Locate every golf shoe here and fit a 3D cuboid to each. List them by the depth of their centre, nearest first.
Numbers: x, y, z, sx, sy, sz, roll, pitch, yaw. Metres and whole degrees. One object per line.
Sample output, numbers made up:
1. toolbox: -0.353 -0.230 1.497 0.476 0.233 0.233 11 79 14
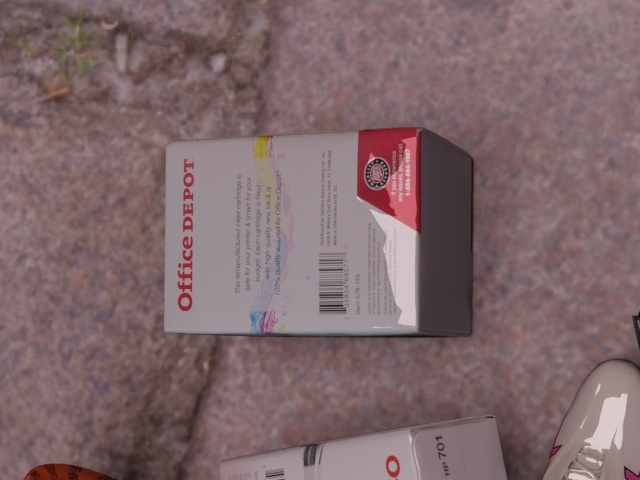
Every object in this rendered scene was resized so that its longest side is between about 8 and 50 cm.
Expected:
1. golf shoe: 0.168 0.164 0.869 0.068 0.086 0.186 13 88 23

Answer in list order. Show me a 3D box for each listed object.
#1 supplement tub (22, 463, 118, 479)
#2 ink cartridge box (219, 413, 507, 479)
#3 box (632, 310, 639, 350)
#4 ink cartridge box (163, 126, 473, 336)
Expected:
1. supplement tub: -0.213 0.331 0.934 0.207 0.207 0.338 36 97 20
2. ink cartridge box: 0.030 0.192 0.881 0.191 0.082 0.139 -19 77 46
3. box: 0.361 0.148 0.806 0.296 0.073 0.293 -15 79 20
4. ink cartridge box: 0.000 0.000 0.926 0.176 0.127 0.128 -1 85 21
